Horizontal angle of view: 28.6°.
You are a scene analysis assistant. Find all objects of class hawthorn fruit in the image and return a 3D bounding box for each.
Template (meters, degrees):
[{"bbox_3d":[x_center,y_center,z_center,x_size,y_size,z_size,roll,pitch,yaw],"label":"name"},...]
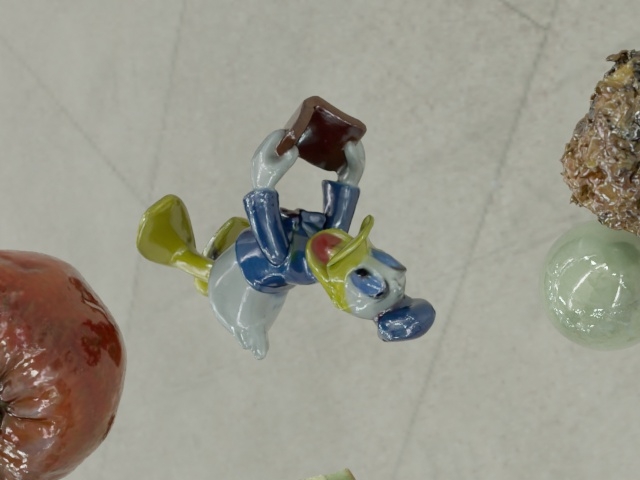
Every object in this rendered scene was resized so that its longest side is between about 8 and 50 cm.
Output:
[{"bbox_3d":[-0.312,0.116,1.277,0.271,0.242,0.242,-90,5,-70],"label":"hawthorn fruit"}]

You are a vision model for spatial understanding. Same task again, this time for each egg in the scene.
[{"bbox_3d":[0.400,0.062,1.760,0.253,0.187,0.186,56,-166,-77],"label":"egg"}]

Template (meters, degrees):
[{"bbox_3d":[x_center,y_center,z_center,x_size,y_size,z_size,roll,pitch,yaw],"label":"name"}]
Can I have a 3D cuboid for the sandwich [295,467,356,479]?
[{"bbox_3d":[0.034,0.475,1.857,0.186,0.108,0.220,-138,38,-73],"label":"sandwich"}]

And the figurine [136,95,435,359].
[{"bbox_3d":[0.000,0.000,1.320,0.338,0.204,0.283,31,108,35],"label":"figurine"}]

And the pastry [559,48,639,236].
[{"bbox_3d":[0.410,-0.124,1.591,0.193,0.275,0.274,2,100,59],"label":"pastry"}]
